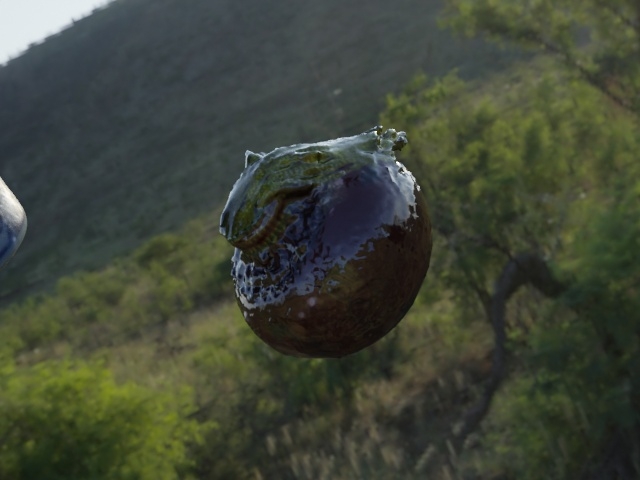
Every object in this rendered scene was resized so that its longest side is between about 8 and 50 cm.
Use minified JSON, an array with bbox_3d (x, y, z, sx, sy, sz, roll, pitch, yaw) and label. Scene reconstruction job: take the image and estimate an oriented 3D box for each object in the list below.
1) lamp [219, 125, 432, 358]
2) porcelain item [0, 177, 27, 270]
[{"bbox_3d":[-0.004,0.002,0.799,0.135,0.157,0.156,24,-45,-38],"label":"lamp"},{"bbox_3d":[-0.278,-0.015,0.741,0.147,0.114,0.147,-23,28,13],"label":"porcelain item"}]
